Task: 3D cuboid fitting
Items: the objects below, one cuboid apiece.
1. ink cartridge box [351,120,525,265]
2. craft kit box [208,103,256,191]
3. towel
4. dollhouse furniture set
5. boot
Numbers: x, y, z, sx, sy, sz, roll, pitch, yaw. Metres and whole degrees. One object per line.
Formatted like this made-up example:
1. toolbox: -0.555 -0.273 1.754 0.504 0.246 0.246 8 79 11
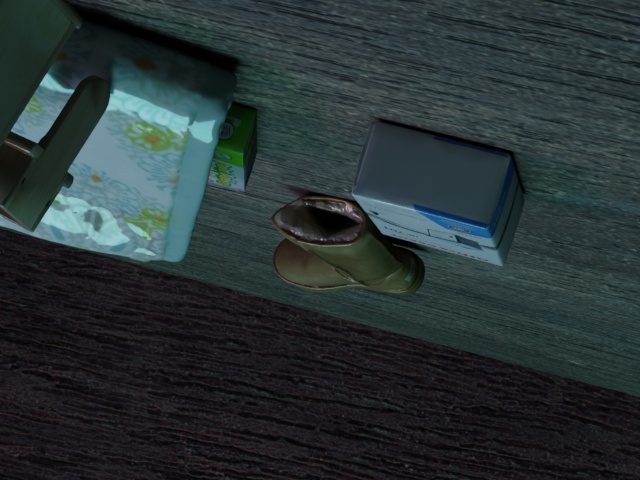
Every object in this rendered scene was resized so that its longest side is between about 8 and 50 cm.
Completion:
1. ink cartridge box: 0.120 -0.044 1.666 0.139 0.082 0.191 15 171 14
2. craft kit box: -0.192 -0.129 1.840 0.246 0.061 0.250 14 172 0
3. towel: -0.263 -0.106 1.674 0.320 0.090 0.374 16 152 -6
4. dollhouse furniture set: -0.397 -0.196 1.472 0.355 0.174 0.303 25 167 28
5. boot: 0.000 0.000 2.244 0.236 0.089 0.269 2 167 23
